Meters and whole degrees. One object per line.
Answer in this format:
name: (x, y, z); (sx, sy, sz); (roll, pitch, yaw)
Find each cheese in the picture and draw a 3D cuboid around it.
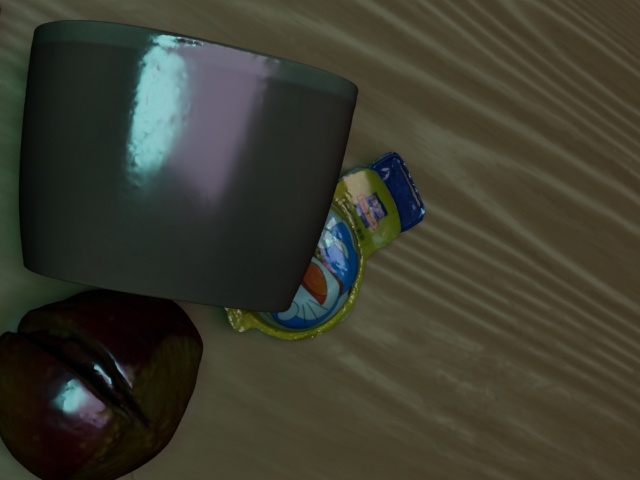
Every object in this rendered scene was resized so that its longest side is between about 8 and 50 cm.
cheese: (0.000, 0.000, 1.203); (0.270, 0.069, 0.177); (-34, 105, -27)

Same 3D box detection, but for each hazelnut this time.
hazelnut: (-0.205, 0.126, 1.032); (0.204, 0.178, 0.178); (-47, 111, -29)

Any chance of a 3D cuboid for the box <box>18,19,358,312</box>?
box: (-0.126, -0.058, 1.017); (0.301, 0.301, 0.216); (8, 91, -31)
